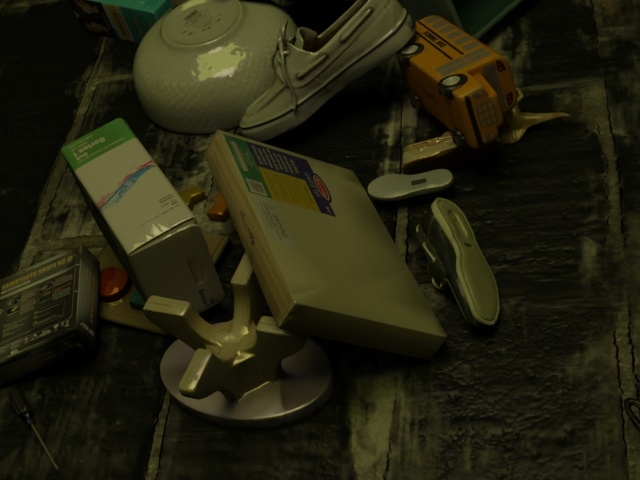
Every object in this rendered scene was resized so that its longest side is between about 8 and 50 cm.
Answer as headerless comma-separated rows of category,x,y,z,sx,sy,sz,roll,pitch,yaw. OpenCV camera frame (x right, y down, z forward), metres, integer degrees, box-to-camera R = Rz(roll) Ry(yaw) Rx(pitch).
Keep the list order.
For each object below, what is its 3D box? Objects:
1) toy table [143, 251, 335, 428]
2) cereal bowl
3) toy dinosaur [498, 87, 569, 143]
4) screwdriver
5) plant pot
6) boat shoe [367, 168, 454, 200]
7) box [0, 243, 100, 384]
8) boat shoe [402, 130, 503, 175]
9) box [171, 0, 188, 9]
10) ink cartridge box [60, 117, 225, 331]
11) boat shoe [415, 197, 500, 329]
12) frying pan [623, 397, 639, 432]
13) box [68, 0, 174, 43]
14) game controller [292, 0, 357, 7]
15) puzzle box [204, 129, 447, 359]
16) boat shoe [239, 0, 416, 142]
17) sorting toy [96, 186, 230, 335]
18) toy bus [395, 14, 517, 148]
toy table,-0.125,0.156,1.645,0.274,0.161,0.252,-2,48,16
cereal bowl,-0.205,-0.364,2.168,0.339,0.141,0.339,-9,47,10
toy dinosaur,0.326,-0.205,1.918,0.183,0.053,0.092,-13,60,17
screwdriver,-0.434,0.289,1.726,0.025,0.024,0.170,-48,52,14
plant pot,0.227,-0.536,2.124,0.247,0.247,0.252,-42,32,-20
boat shoe,0.149,-0.083,1.858,0.142,0.040,0.049,-7,56,13
box,-0.466,0.126,1.828,0.231,0.056,0.183,-23,43,14
boat shoe,0.215,-0.154,1.886,0.170,0.063,0.059,-12,52,9
box,-0.368,-0.552,2.407,0.311,0.121,0.148,18,56,31
ink cartridge box,-0.277,-0.025,1.784,0.117,0.201,0.278,-29,50,-12
boat shoe,0.204,0.045,1.713,0.079,0.084,0.233,-45,45,30
frying pan,0.452,0.339,1.360,0.326,0.053,0.197,28,62,38
box,-0.404,-0.468,2.357,0.244,0.100,0.060,16,56,31
game controller,-0.065,-0.497,2.215,0.319,0.067,0.166,4,34,-7
puzzle box,0.000,0.000,1.702,0.052,0.272,0.409,-57,37,27
boat shoe,-0.023,-0.321,1.979,0.367,0.156,0.136,-32,27,22
sorting toy,-0.269,0.014,1.906,0.229,0.041,0.307,9,52,25
toy bus,0.223,-0.271,1.910,0.130,0.108,0.332,-25,31,-7
